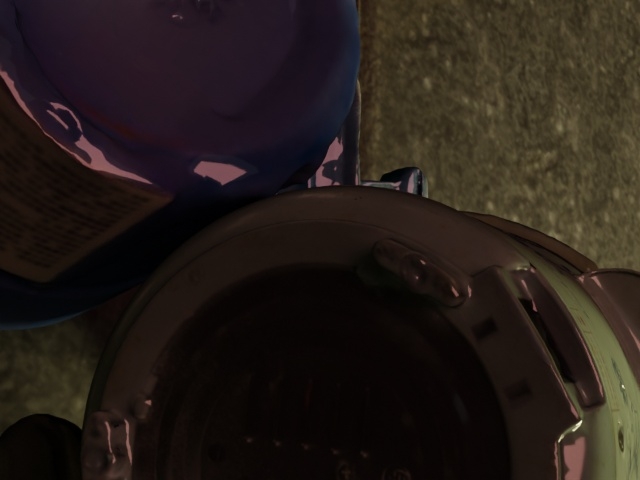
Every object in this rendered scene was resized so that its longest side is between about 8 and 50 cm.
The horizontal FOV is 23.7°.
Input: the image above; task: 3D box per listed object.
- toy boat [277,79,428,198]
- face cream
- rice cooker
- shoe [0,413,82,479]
[{"bbox_3d":[0.000,0.000,0.947,0.142,0.129,0.309,0,82,-24],"label":"toy boat"},{"bbox_3d":[-0.131,-0.097,0.796,0.249,0.225,0.249,15,65,-34],"label":"face cream"},{"bbox_3d":[0.040,0.105,0.751,0.316,0.316,0.264,-16,69,-42],"label":"rice cooker"},{"bbox_3d":[-0.210,0.235,0.716,0.171,0.132,0.337,20,67,-25],"label":"shoe"}]
